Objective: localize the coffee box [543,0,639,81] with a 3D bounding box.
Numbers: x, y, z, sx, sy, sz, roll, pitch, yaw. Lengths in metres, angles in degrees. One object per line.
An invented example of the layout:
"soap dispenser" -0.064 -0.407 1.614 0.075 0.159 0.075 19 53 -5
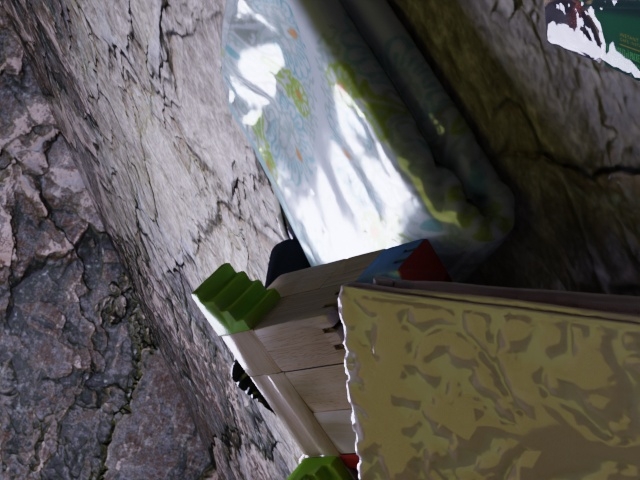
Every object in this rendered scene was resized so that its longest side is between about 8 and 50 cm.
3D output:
"coffee box" 0.167 -0.184 0.581 0.113 0.040 0.184 41 150 49

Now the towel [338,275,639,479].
"towel" 0.170 0.190 0.745 0.316 0.053 0.332 6 113 33

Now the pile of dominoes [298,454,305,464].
"pile of dominoes" 0.084 0.312 1.358 0.251 0.040 0.196 53 126 27

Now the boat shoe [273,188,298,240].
"boat shoe" 0.000 0.000 1.253 0.065 0.075 0.206 -9 104 25

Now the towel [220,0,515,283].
"towel" 0.018 -0.097 1.008 0.374 0.090 0.320 59 161 14

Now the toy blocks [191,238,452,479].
"toy blocks" 0.095 0.150 0.909 0.261 0.191 0.381 -16 112 47

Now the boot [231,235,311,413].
"boot" 0.025 0.127 1.146 0.246 0.207 0.094 40 127 -15
